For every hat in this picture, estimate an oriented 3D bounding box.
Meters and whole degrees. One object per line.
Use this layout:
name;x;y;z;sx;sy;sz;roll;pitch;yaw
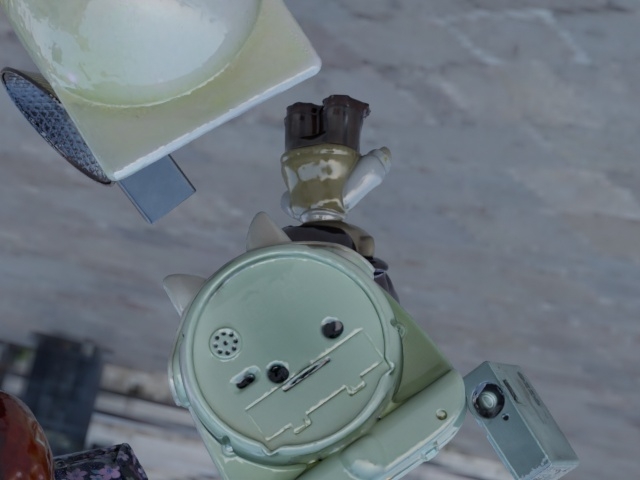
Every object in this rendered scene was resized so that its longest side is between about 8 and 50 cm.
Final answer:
hat;-0.293;-0.161;2.151;0.193;0.082;0.193;39;164;14

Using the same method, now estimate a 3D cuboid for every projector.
projector;0.235;0.221;2.131;0.061;0.147;0.115;-38;159;16

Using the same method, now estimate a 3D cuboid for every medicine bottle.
medicine bottle;-0.187;-0.254;1.689;0.235;0.406;0.236;-25;151;-15

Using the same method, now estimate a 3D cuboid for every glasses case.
glasses case;-0.218;-0.103;2.041;0.190;0.072;0.042;56;179;-40

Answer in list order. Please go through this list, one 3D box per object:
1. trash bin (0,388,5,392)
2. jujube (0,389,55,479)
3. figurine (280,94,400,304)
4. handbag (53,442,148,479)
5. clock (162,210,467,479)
trash bin;-0.471;0.137;2.082;0.175;0.161;0.175;-12;-169;2
jujube;-0.331;0.251;1.634;0.168;0.236;0.168;3;149;2
figurine;0.005;0.004;2.357;0.218;0.365;0.206;-2;148;16
handbag;-0.261;0.315;1.859;0.208;0.229;0.127;-6;149;-34
clock;-0.028;0.128;1.854;0.324;0.265;0.108;53;176;15
